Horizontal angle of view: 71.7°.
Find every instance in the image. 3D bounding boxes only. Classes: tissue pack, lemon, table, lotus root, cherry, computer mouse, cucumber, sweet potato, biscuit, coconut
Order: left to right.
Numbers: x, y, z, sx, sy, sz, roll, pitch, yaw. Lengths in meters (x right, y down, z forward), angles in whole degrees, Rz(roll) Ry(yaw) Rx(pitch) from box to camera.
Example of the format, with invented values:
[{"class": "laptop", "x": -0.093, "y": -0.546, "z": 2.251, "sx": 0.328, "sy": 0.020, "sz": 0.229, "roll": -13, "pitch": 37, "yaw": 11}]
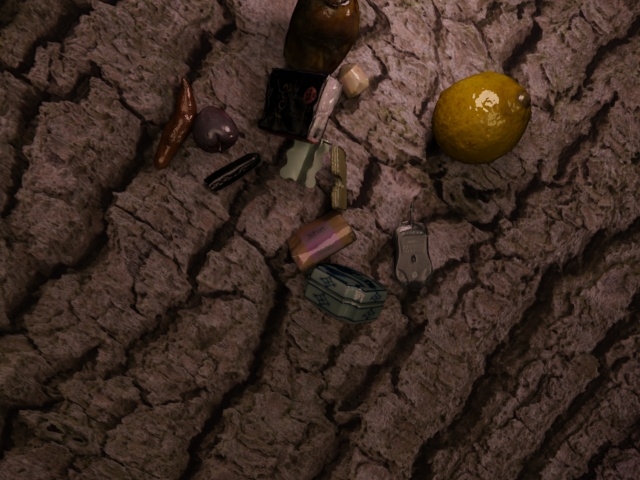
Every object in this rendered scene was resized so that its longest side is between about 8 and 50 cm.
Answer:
[{"class": "sweet potato", "x": -0.539, "y": -0.430, "z": 1.689, "sx": 0.106, "sy": 0.095, "sz": 0.354, "roll": 10, "pitch": 104, "yaw": -54}, {"class": "cherry", "x": -0.406, "y": -0.416, "z": 1.686, "sx": 0.176, "sy": 0.140, "sz": 0.176, "roll": 1, "pitch": 77, "yaw": -4}, {"class": "cucumber", "x": -0.340, "y": -0.274, "z": 1.751, "sx": 0.241, "sy": 0.074, "sz": 0.074, "roll": -32, "pitch": 102, "yaw": -2}, {"class": "tissue pack", "x": -0.092, "y": -0.493, "z": 1.620, "sx": 0.123, "sy": 0.332, "sz": 0.244, "roll": 15, "pitch": 99, "yaw": -46}, {"class": "table", "x": -0.062, "y": -0.315, "z": 1.733, "sx": 0.167, "sy": 0.166, "sz": 0.198, "roll": 21, "pitch": 97, "yaw": -10}, {"class": "tissue pack", "x": 0.000, "y": 0.000, "z": 1.772, "sx": 0.257, "sy": 0.215, "sz": 0.123, "roll": -33, "pitch": 112, "yaw": 0}, {"class": "lotus root", "x": 0.010, "y": -0.751, "z": 1.555, "sx": 0.251, "sy": 0.346, "sz": 0.250, "roll": 4, "pitch": 76, "yaw": -15}, {"class": "biscuit", "x": 0.074, "y": -0.242, "z": 1.763, "sx": 0.046, "sy": 0.147, "sz": 0.249, "roll": 1, "pitch": 92, "yaw": 16}, {"class": "coconut", "x": 0.120, "y": -0.629, "z": 1.724, "sx": 0.116, "sy": 0.116, "sz": 0.122, "roll": -40, "pitch": 107, "yaw": 1}, {"class": "computer mouse", "x": 0.386, "y": 0.027, "z": 1.885, "sx": 0.167, "sy": 0.090, "sz": 0.379, "roll": -1, "pitch": 94, "yaw": -7}, {"class": "lemon", "x": 0.612, "y": -0.463, "z": 1.682, "sx": 0.350, "sy": 0.387, "sz": 0.349, "roll": 2, "pitch": 85, "yaw": -28}]

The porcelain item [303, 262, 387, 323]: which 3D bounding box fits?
[{"class": "porcelain item", "x": 0.098, "y": 0.199, "z": 1.757, "sx": 0.286, "sy": 0.281, "sz": 0.157, "roll": 7, "pitch": 107, "yaw": -51}]
